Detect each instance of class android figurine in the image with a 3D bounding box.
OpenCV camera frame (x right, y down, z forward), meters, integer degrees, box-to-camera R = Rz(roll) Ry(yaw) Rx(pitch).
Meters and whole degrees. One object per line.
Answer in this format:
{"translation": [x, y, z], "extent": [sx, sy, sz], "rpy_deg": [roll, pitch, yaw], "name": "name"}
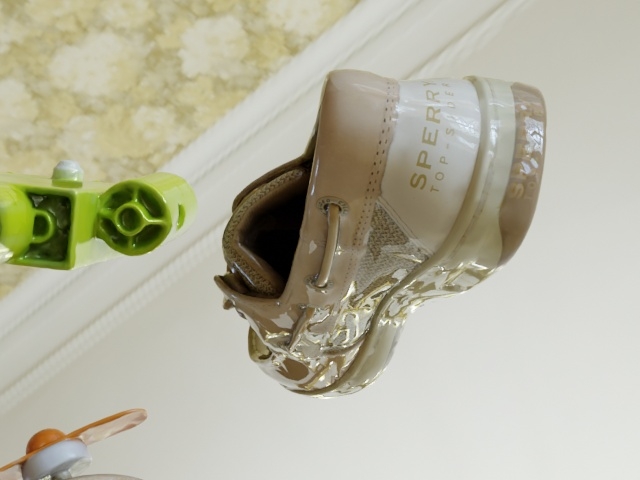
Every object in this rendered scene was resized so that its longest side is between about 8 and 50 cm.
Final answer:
{"translation": [-0.198, -0.022, 0.630], "extent": [0.248, 0.273, 0.056], "rpy_deg": [6, -85, 6], "name": "android figurine"}

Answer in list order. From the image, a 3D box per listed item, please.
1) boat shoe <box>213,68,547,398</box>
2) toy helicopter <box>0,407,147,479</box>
{"translation": [0.000, 0.000, 0.589], "extent": [0.341, 0.110, 0.122], "rpy_deg": [127, -28, -61], "name": "boat shoe"}
{"translation": [-0.263, 0.247, 0.897], "extent": [0.140, 0.355, 0.235], "rpy_deg": [-50, -145, 46], "name": "toy helicopter"}
